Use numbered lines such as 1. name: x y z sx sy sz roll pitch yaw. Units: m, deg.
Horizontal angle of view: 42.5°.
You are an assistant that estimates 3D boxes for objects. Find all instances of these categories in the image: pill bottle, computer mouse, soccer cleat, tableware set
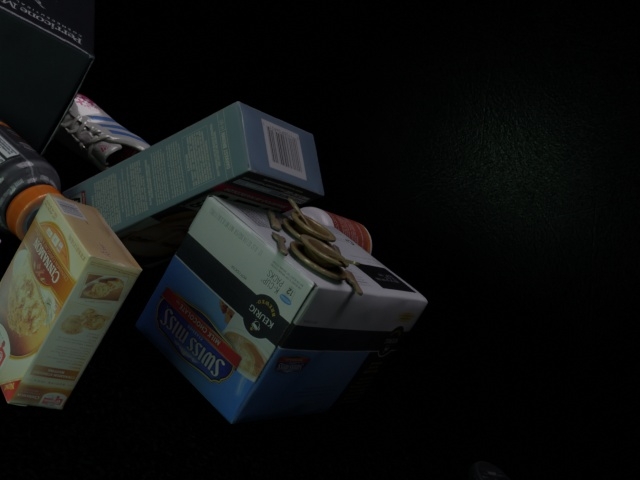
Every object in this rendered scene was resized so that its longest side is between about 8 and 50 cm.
1. pill bottle: -0.478 -0.094 1.226 0.246 0.130 0.130 38 13 27
2. computer mouse: 0.289 0.431 1.249 0.071 0.041 0.242 17 23 -24
3. soccer cleat: -0.494 -0.229 1.783 0.331 0.116 0.143 30 11 -11
4. tableware set: -0.004 -0.002 1.132 0.128 0.039 0.194 28 12 -17
5. pill bottle: 0.000 0.000 1.639 0.121 0.121 0.216 40 13 35

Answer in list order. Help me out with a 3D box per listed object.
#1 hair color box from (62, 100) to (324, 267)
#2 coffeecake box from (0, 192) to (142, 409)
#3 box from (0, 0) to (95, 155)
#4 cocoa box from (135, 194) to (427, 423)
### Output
1. hair color box: -0.203 -0.072 1.277 0.185 0.375 0.113 15 60 -54
2. coffeecake box: -0.290 0.065 0.897 0.068 0.185 0.142 21 15 -44
3. box: -0.679 -0.410 1.462 0.480 0.297 0.471 25 25 -28
4. cocoa box: -0.048 0.109 1.230 0.231 0.227 0.347 39 14 29
